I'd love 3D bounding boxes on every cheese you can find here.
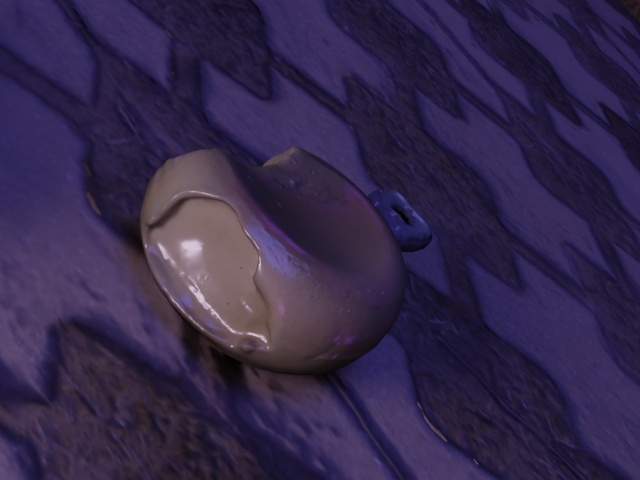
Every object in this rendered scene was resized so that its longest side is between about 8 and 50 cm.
[{"bbox_3d":[0.000,0.000,0.766,0.163,0.082,0.286,49,26,11],"label":"cheese"}]
